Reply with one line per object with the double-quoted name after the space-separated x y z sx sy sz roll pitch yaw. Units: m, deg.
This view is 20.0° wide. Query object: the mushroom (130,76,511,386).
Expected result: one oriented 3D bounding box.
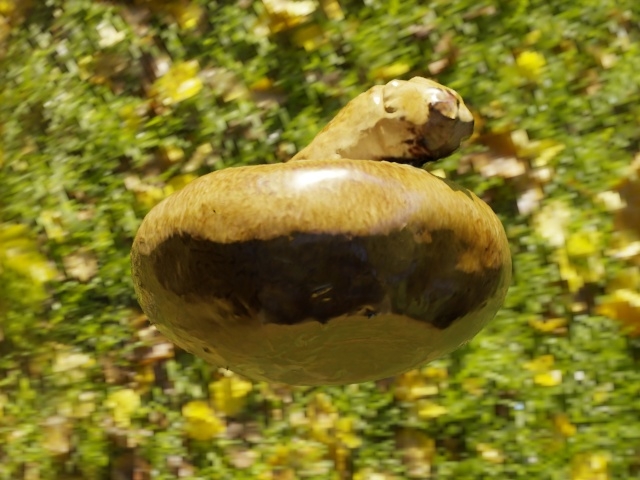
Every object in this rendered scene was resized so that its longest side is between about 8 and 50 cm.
0.000 0.024 1.599 0.345 0.345 0.239 27 46 -22 "mushroom"
